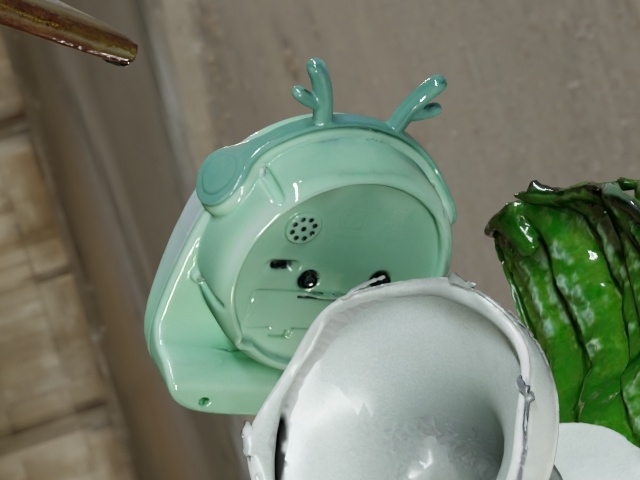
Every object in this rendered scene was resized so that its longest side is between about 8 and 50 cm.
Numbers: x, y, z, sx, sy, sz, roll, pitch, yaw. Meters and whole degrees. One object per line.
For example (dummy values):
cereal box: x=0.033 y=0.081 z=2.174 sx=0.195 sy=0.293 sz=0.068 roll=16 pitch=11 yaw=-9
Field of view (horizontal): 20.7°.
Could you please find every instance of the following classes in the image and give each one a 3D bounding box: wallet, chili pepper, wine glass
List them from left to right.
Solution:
wallet: x=-0.243 y=-0.168 z=1.109 sx=0.137 sy=0.255 sz=0.031 roll=24 pitch=95 yaw=40
wine glass: x=0.078 y=0.125 z=0.886 sx=0.196 sy=0.165 sz=0.165 roll=39 pitch=-161 yaw=-47
chili pepper: x=0.245 y=0.083 z=1.115 sx=0.385 sy=0.167 sz=0.213 roll=61 pitch=139 yaw=38

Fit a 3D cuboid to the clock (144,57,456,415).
clock: x=0.000 y=0.000 z=0.951 sx=0.066 sy=0.159 sz=0.211 roll=57 pitch=137 yaw=49
